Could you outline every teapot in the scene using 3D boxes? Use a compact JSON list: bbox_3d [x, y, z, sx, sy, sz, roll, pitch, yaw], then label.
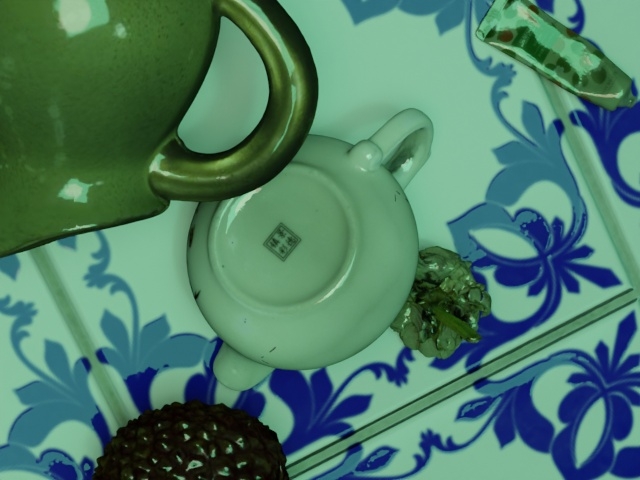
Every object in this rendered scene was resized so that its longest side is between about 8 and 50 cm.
[{"bbox_3d":[0.000,0.000,1.655,0.299,0.166,0.208,-45,60,-8],"label":"teapot"}]

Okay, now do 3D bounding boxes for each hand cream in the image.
[{"bbox_3d":[0.227,-0.173,1.736,0.165,0.037,0.057,32,90,-7],"label":"hand cream"}]

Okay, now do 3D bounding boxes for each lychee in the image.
[{"bbox_3d":[-0.115,0.231,1.648,0.188,0.188,0.188,-1,97,-11],"label":"lychee"}]

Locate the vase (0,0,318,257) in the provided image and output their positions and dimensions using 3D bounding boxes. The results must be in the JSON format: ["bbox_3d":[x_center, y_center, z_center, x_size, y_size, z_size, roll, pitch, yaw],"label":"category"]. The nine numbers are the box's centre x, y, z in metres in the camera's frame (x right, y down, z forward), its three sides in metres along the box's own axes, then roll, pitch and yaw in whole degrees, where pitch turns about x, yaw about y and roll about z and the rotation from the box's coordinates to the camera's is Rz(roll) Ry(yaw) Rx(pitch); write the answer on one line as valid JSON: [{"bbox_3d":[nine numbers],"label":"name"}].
[{"bbox_3d":[-0.165,-0.132,1.548,0.329,0.241,0.302,7,103,6],"label":"vase"}]

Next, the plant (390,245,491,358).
[{"bbox_3d":[0.103,0.063,1.696,0.116,0.122,0.104,22,103,-19],"label":"plant"}]
